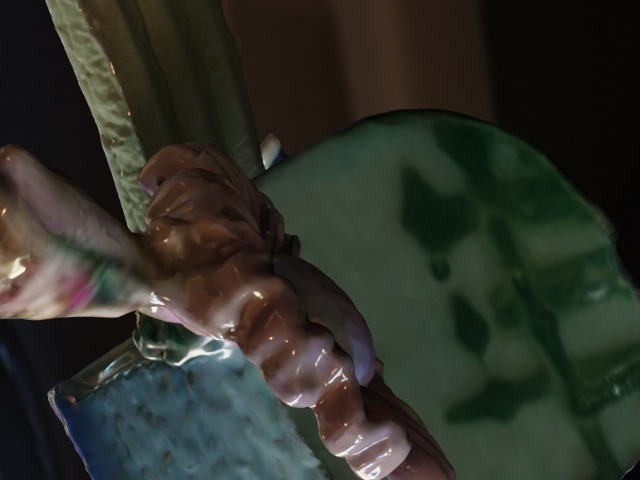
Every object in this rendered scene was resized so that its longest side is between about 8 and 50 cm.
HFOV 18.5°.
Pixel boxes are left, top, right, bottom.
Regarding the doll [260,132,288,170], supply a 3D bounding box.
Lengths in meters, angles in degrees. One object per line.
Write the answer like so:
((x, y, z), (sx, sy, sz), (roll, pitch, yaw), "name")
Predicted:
((0.000, 0.000, 2.205), (0.257, 0.161, 0.215), (36, 108, -12), "doll")

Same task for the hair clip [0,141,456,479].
((-0.049, 0.019, 0.721), (0.069, 0.300, 0.173), (-44, 58, 19), "hair clip")

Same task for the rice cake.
((-0.093, -0.092, 1.179), (0.043, 0.127, 0.237), (4, 127, 31), "rice cake")

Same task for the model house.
((-0.014, 0.106, 1.149), (0.252, 0.295, 0.329), (55, 136, 2), "model house")
